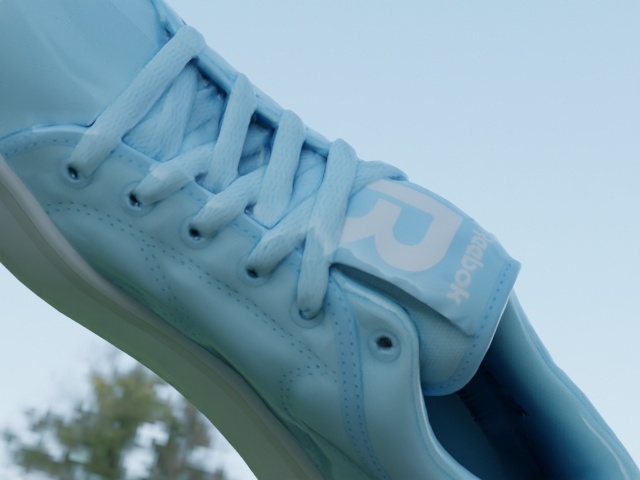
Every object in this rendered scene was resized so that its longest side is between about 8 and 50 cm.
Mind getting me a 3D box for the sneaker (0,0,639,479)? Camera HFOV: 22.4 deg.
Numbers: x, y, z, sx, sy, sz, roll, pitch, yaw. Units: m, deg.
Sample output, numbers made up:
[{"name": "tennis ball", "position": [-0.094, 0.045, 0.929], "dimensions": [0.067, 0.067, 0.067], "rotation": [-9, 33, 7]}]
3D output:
[{"name": "sneaker", "position": [0.000, 0.000, 0.628], "dimensions": [0.150, 0.135, 0.366], "rotation": [-22, -59, 42]}]
